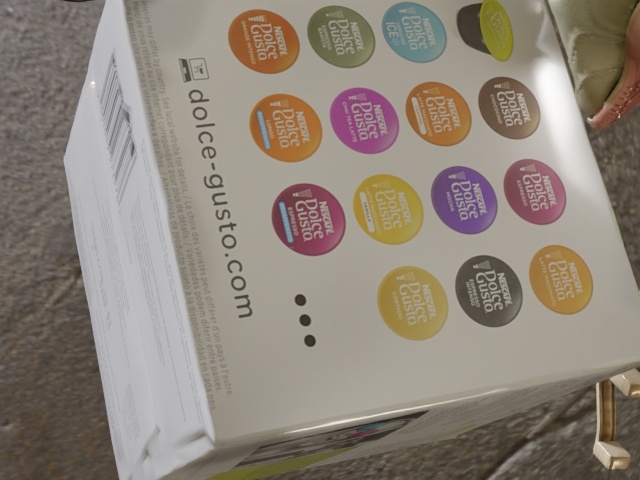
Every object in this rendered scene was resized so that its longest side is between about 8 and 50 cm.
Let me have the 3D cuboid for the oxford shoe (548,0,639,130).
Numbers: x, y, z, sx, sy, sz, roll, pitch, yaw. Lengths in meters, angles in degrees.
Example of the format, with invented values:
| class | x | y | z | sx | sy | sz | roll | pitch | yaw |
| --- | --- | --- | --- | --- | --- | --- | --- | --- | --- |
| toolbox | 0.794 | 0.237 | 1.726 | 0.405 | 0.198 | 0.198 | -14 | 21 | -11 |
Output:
| class | x | y | z | sx | sy | sz | roll | pitch | yaw |
| --- | --- | --- | --- | --- | --- | --- | --- | --- | --- |
| oxford shoe | 0.316 | -0.237 | 1.191 | 0.146 | 0.397 | 0.140 | 43 | 82 | 13 |

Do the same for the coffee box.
| class | x | y | z | sx | sy | sz | roll | pitch | yaw |
| --- | --- | --- | --- | --- | --- | --- | --- | --- | --- |
| coffee box | 0.000 | 0.000 | 0.908 | 0.334 | 0.338 | 0.337 | -7 | 73 | -21 |

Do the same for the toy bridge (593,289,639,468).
| class | x | y | z | sx | sy | sz | roll | pitch | yaw |
| --- | --- | --- | --- | --- | --- | --- | --- | --- | --- |
| toy bridge | 0.294 | 0.131 | 1.087 | 0.026 | 0.063 | 0.188 | 3 | 112 | -19 |

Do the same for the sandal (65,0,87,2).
| class | x | y | z | sx | sy | sz | roll | pitch | yaw |
| --- | --- | --- | --- | --- | --- | --- | --- | --- | --- |
| sandal | -0.087 | -0.220 | 0.687 | 0.060 | 0.219 | 0.090 | -1 | 123 | 48 |
